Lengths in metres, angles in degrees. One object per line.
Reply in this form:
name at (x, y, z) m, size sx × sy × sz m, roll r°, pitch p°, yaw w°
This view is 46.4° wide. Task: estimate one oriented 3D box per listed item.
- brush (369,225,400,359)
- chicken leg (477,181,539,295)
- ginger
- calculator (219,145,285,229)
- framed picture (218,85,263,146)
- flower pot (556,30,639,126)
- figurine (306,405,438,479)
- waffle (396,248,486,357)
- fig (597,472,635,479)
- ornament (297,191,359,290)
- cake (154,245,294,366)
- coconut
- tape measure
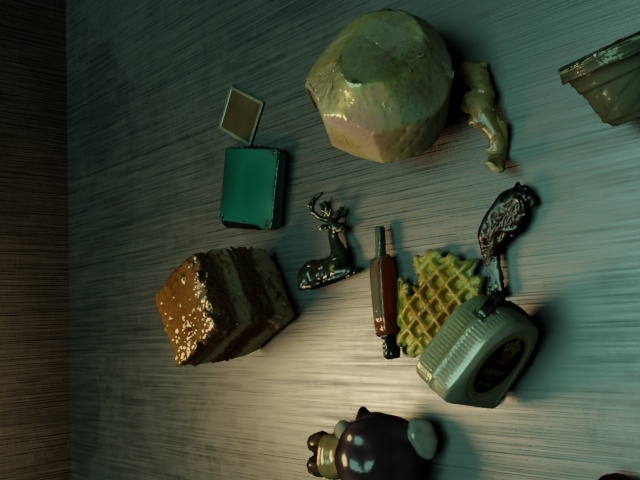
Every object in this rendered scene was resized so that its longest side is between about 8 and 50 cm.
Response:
brush at (0.153, 0.123, 1.794) m, size 0.051 × 0.070 × 0.323 m, roll -14°, pitch 75°, yaw 44°
chicken leg at (0.381, -0.001, 1.571) m, size 0.106 × 0.051 × 0.253 m, roll 23°, pitch 107°, yaw 40°
ginger at (0.348, -0.266, 1.603) m, size 0.089 × 0.075 × 0.288 m, roll -16°, pitch 70°, yaw 22°
calculator at (-0.196, -0.156, 2.189) m, size 0.274 × 0.058 × 0.248 m, roll 4°, pitch 92°, yaw 47°
framed picture at (-0.244, -0.382, 2.288) m, size 0.183 × 0.011 × 0.142 m, roll 33°, pitch 112°, yaw 42°
flower pot at (0.549, -0.289, 1.312) m, size 0.235 × 0.235 × 0.140 m, roll -23°, pitch 94°, yaw 44°
figurine at (0.107, 0.522, 1.775) m, size 0.365 × 0.206 × 0.218 m, roll 141°, pitch 146°, yaw -66°
waffle at (0.267, 0.149, 1.678) m, size 0.250 × 0.056 × 0.261 m, roll -1°, pitch 85°, yaw 47°
fig at (0.531, 0.485, 1.357) m, size 0.089 × 0.089 × 0.125 m, roll 37°, pitch 127°, yaw 42°
ornament at (0.000, 0.000, 1.958) m, size 0.202 × 0.080 × 0.236 m, roll -22°, pitch 74°, yaw 41°
cake at (-0.268, 0.186, 2.077) m, size 0.282 × 0.290 × 0.255 m, roll -43°, pitch 57°, yaw 38°
coconut at (0.136, -0.343, 1.683) m, size 0.353 × 0.353 × 0.352 m, roll -4°, pitch 85°, yaw 47°
tape measure at (0.331, 0.213, 1.493) m, size 0.231 × 0.271 × 0.133 m, roll -56°, pitch 48°, yaw 10°
